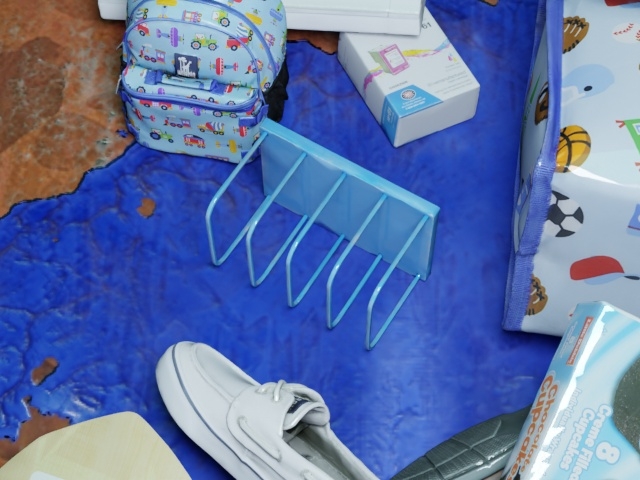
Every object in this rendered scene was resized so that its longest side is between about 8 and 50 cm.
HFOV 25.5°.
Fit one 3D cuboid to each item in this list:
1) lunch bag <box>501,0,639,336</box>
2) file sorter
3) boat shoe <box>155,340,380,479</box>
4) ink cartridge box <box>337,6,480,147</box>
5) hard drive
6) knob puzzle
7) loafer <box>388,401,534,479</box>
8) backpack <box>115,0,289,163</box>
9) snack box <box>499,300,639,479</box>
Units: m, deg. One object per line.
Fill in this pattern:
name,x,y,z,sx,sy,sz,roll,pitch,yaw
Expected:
lunch bag,0.335,-0.105,1.221,0.328,0.239,0.385,10,45,4
file sorter,0.000,0.000,1.207,0.170,0.118,0.104,28,65,15
boat shoe,-0.026,0.153,1.104,0.258,0.084,0.095,42,22,25
ink cartridge box,0.082,-0.161,1.344,0.088,0.052,0.122,-22,60,-15
hard drive,-0.045,-0.286,1.391,0.308,0.040,0.203,5,50,8
knob puzzle,-0.176,0.228,1.102,0.213,0.030,0.213,0,68,0
loafer,0.170,0.174,1.112,0.267,0.096,0.084,-29,99,-5
backpack,-0.107,-0.167,1.271,0.158,0.173,0.117,12,59,5
snack box,0.209,0.226,1.008,0.187,0.060,0.322,26,83,-8
